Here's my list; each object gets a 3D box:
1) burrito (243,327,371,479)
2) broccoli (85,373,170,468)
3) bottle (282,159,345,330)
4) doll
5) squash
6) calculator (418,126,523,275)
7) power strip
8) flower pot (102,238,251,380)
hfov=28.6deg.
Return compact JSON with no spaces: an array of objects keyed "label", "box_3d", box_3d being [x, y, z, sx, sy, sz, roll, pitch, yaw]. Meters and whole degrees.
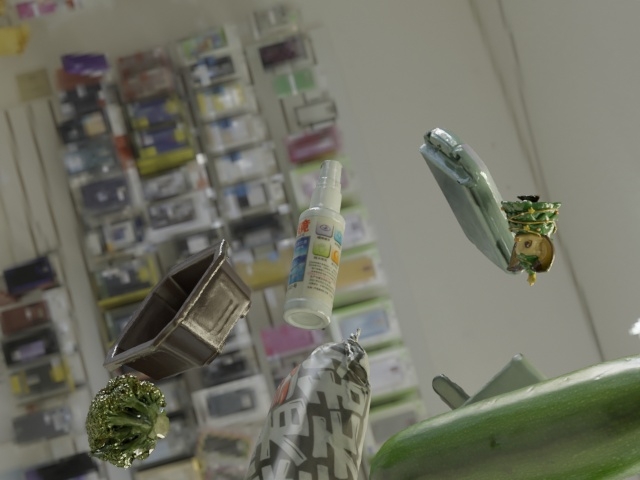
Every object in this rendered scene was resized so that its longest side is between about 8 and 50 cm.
[{"label":"burrito","box_3d":[-0.015,0.268,1.574,0.101,0.139,0.445,115,-7,-46]},{"label":"broccoli","box_3d":[-0.266,0.252,1.742,0.131,0.120,0.130,41,56,-53]},{"label":"bottle","box_3d":[0.000,0.000,1.506,0.060,0.060,0.217,83,16,-61]},{"label":"doll","box_3d":[0.275,-0.005,1.587,0.078,0.077,0.113,-1,-74,57]},{"label":"squash","box_3d":[0.204,0.168,1.079,0.101,0.379,0.101,37,40,-39]},{"label":"calculator","box_3d":[0.210,-0.050,1.702,0.246,0.045,0.141,58,-6,-36]},{"label":"power strip","box_3d":[0.228,0.226,1.463,0.224,0.140,0.139,47,-2,27]},{"label":"flower pot","box_3d":[-0.177,0.107,1.640,0.084,0.178,0.251,39,-28,-14]}]
